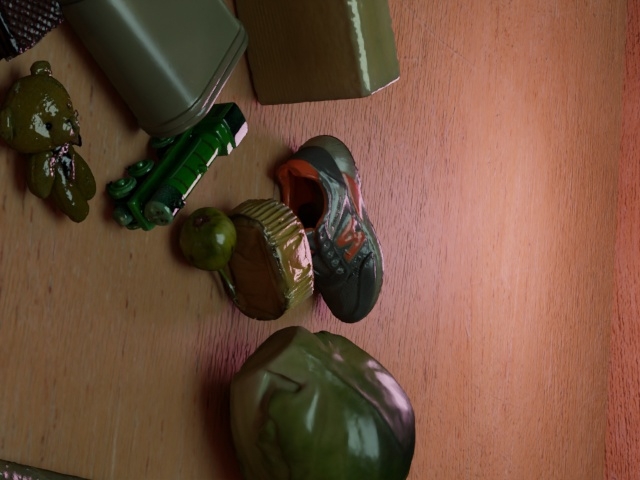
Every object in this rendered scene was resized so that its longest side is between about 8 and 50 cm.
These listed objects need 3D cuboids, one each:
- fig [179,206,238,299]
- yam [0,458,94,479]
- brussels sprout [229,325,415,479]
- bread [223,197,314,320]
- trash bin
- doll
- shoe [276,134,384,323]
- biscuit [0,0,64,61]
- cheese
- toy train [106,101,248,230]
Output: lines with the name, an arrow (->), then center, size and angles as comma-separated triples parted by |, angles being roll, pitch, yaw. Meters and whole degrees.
fig -> -0.171, 0.030, 1.793 | 0.093, 0.093, 0.166 | -45, 147, -48
yam -> -0.343, 0.333, 1.504 | 0.371, 0.083, 0.083 | 33, 61, -52
brussels sprout -> 0.000, 0.291, 1.858 | 0.354, 0.281, 0.289 | 56, 43, -25
bread -> -0.086, 0.026, 1.861 | 0.114, 0.132, 0.190 | -38, 123, -50
trash bin -> -0.235, -0.309, 1.665 | 0.247, 0.121, 0.243 | 54, 46, -36
doll -> -0.335, -0.121, 1.524 | 0.209, 0.097, 0.137 | 64, 34, -41
shoe -> 0.000, 0.000, 2.008 | 0.171, 0.132, 0.336 | -29, 111, -48
biscuit -> -0.411, -0.351, 1.435 | 0.106, 0.070, 0.252 | -52, 130, -46
cheese -> -0.012, -0.362, 1.889 | 0.124, 0.243, 0.265 | -27, 112, -44
toy train -> -0.204, -0.107, 1.699 | 0.251, 0.119, 0.085 | -61, 137, -40
